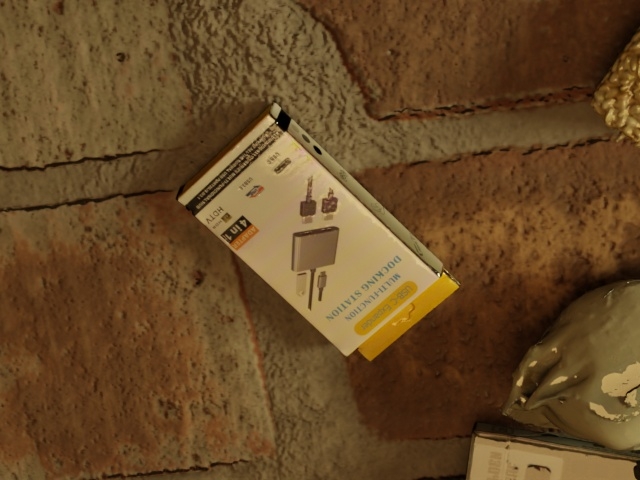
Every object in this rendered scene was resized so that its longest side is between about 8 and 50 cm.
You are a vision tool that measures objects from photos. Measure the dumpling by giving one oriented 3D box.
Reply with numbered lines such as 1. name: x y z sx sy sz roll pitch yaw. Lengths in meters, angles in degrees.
1. dumpling: 0.287 0.122 1.637 0.247 0.142 0.172 -25 144 13

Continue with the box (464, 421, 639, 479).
1. box: 0.290 0.285 1.707 0.325 0.047 0.180 9 100 10

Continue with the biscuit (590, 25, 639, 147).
1. biscuit: 0.296 -0.158 1.518 0.070 0.082 0.168 39 117 18

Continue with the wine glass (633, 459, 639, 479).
1. wine glass: 0.410 0.187 1.590 0.232 0.156 0.156 -36 107 -4

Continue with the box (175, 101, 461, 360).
1. box: 0.000 0.000 1.658 0.247 0.033 0.129 43 113 -12
